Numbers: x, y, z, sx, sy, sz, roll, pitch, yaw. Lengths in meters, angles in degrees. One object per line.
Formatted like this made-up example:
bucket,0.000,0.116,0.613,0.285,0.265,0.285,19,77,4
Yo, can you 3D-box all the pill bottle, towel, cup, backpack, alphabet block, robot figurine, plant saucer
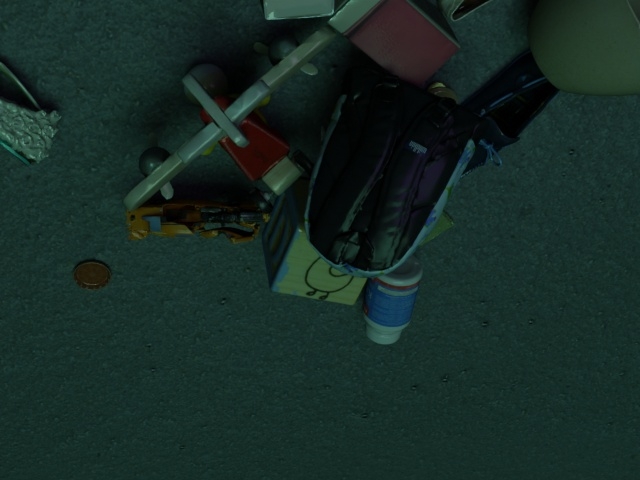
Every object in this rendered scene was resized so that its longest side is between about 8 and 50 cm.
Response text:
pill bottle,0.165,0.139,2.133,0.124,0.124,0.221,0,129,-11
towel,0.227,-0.051,2.050,0.110,0.027,0.148,-33,129,18
cup,0.528,-0.400,1.662,0.331,0.331,0.237,31,144,-31
backpack,0.113,-0.099,1.694,0.290,0.355,0.273,21,167,1
alphabet block,0.000,0.000,1.941,0.197,0.193,0.192,10,129,-19
robot figurine,-0.246,-0.043,1.863,0.291,0.211,0.085,2,97,-1
plant saucer,-0.514,0.077,2.022,0.083,0.013,0.083,-5,130,-6

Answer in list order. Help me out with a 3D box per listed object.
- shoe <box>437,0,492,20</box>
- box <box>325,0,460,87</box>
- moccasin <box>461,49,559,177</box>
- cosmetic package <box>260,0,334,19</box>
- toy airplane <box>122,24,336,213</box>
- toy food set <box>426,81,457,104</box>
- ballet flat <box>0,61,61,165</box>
shoe,0.327,-0.481,1.686,0.219,0.058,0.076,-29,129,13
box,0.123,-0.409,1.648,0.232,0.148,0.127,32,117,-31
moccasin,0.357,-0.248,1.850,0.137,0.117,0.342,22,122,-26
cosmetic package,-0.058,-0.495,1.435,0.113,0.309,0.160,-6,130,-7
toy airplane,-0.175,-0.229,1.663,0.386,0.272,0.384,-22,154,-37
toy food set,0.243,-0.284,1.861,0.083,0.020,0.082,25,121,-28
ballet flat,-0.650,-0.293,1.632,0.147,0.147,0.409,-37,130,19
